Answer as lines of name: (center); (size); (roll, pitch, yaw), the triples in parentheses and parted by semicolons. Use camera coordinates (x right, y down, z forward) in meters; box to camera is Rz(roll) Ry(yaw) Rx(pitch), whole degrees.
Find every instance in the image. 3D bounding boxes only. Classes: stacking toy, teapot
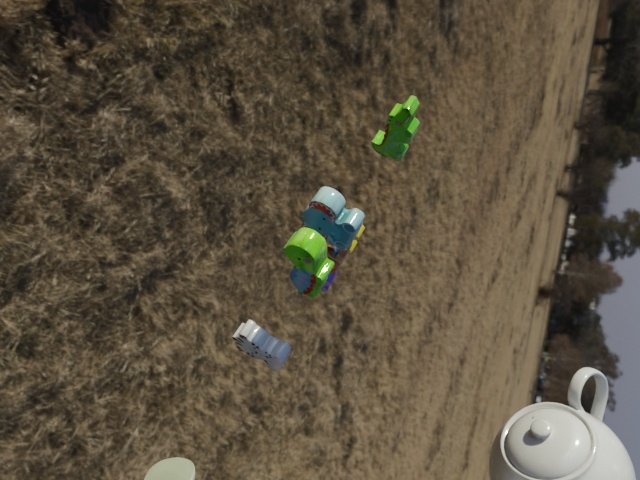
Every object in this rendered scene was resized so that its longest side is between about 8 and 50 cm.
stacking toy: (0.000, 0.000, 0.451); (0.167, 0.052, 0.221); (-57, 175, -33)
teapot: (0.400, 0.368, 0.920); (0.256, 0.252, 0.187); (-80, 147, -58)

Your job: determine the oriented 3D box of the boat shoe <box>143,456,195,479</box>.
boat shoe: (-0.187, 0.343, 0.594); (0.227, 0.079, 0.081); (-73, 163, -73)
